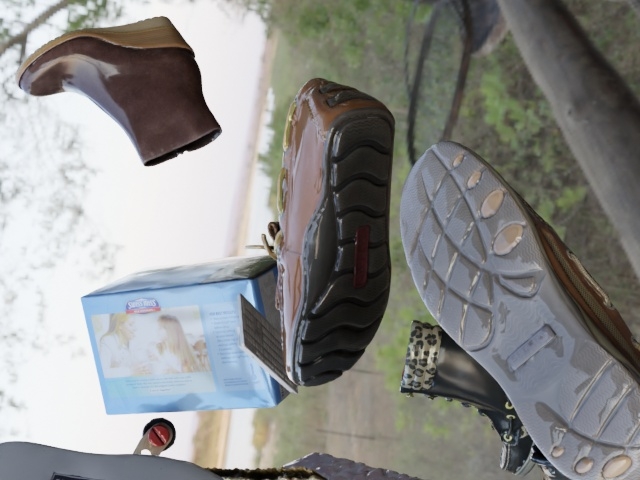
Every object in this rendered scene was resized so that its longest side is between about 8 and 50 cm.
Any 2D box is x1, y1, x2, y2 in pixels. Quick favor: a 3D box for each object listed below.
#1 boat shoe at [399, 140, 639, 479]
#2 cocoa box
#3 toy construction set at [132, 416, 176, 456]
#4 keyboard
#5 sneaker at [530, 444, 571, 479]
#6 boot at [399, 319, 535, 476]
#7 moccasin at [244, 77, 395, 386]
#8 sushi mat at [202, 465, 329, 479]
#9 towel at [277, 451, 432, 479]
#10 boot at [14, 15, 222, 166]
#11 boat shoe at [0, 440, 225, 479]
[{"bbox_3d":[0.178,0.056,0.798,0.123,0.116,0.324,-40,64,28],"label":"boat shoe"},{"bbox_3d":[-0.207,0.163,1.688,0.228,0.347,0.231,-32,-67,-66],"label":"cocoa box"},{"bbox_3d":[-0.293,0.464,1.546,0.257,0.237,0.309,68,166,-18],"label":"toy construction set"},{"bbox_3d":[-0.070,0.147,1.304,0.256,0.014,0.072,58,-151,-63],"label":"keyboard"},{"bbox_3d":[0.319,0.237,1.039,0.185,0.202,0.483,-51,-7,-39],"label":"sneaker"},{"bbox_3d":[0.185,0.185,1.132,0.085,0.178,0.236,-76,-9,-47],"label":"boot"},{"bbox_3d":[-0.003,0.001,1.109,0.147,0.139,0.380,41,140,50],"label":"moccasin"},{"bbox_3d":[0.003,0.281,0.965,0.316,0.151,0.019,44,-134,-49],"label":"sushi mat"},{"bbox_3d":[0.008,0.393,1.307,0.332,0.317,0.053,3,102,42],"label":"towel"},{"bbox_3d":[-0.280,-0.195,1.310,0.090,0.248,0.207,93,155,-70],"label":"boot"},{"bbox_3d":[-0.175,0.244,0.816,0.088,0.267,0.096,82,-163,-48],"label":"boat shoe"}]
